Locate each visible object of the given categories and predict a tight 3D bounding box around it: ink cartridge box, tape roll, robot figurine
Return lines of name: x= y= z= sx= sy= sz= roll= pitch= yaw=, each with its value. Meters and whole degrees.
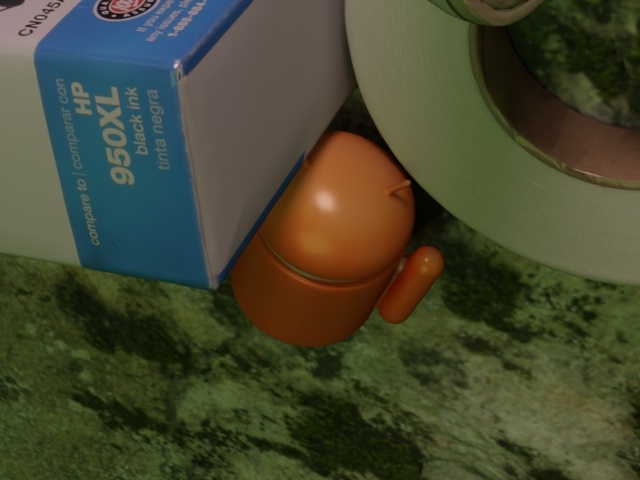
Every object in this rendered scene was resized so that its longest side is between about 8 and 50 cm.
ink cartridge box: x=-0.202 y=-0.137 z=0.906 sx=0.395 sy=0.285 sz=0.166 roll=8 pitch=129 yaw=19
tape roll: x=0.206 y=-0.136 z=0.858 sx=0.392 sy=0.072 sz=0.392 roll=13 pitch=131 yaw=16
robot figurine: x=0.002 y=0.000 z=1.017 sx=0.158 sy=0.128 sz=0.219 roll=56 pitch=153 yaw=20

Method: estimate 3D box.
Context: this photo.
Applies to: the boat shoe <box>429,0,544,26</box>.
boat shoe: x=0.099 y=-0.259 z=0.701 sx=0.103 sy=0.302 sz=0.113 roll=10 pitch=173 yaw=46
